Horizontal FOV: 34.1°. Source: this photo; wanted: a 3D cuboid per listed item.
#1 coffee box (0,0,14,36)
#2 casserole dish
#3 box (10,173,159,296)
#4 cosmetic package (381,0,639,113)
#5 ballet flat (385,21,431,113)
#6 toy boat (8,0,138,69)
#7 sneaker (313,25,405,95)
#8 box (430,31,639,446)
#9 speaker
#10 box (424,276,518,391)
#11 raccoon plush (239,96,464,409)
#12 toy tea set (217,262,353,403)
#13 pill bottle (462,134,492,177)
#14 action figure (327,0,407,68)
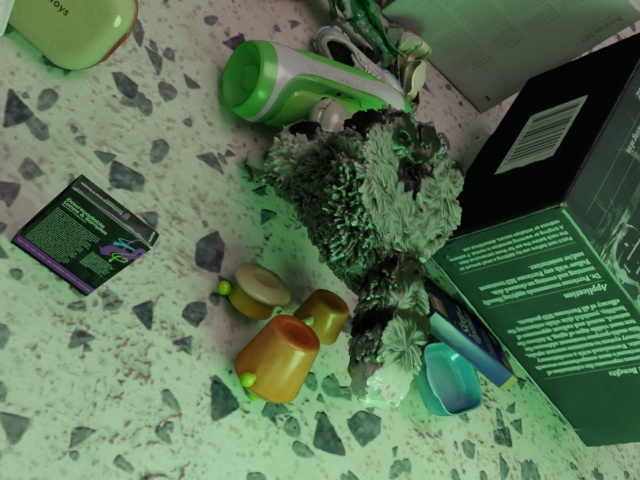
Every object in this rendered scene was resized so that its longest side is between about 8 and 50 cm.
[{"bbox_3d":[-0.487,-0.387,1.076,0.338,0.334,0.337,23,71,-31],"label":"coffee box"},{"bbox_3d":[0.192,0.215,1.603,0.188,0.037,0.114,3,64,-61],"label":"casserole dish"},{"bbox_3d":[-0.279,-0.003,1.233,0.116,0.162,0.029,40,47,-20],"label":"box"},{"bbox_3d":[0.339,-0.423,1.850,0.284,0.377,0.097,43,47,-17],"label":"cosmetic package"},{"bbox_3d":[0.156,-0.306,1.840,0.077,0.079,0.221,26,53,-32],"label":"ballet flat"},{"bbox_3d":[-0.349,-0.346,1.389,0.231,0.151,0.151,44,16,-17],"label":"toy boat"},{"bbox_3d":[0.064,-0.275,1.730,0.191,0.071,0.083,38,12,-13],"label":"sneaker"},{"bbox_3d":[0.492,-0.002,1.715,0.471,0.297,0.480,50,52,-19],"label":"box"},{"bbox_3d":[-0.001,-0.216,1.618,0.297,0.131,0.131,13,61,-37],"label":"speaker"},{"bbox_3d":[0.210,0.133,1.647,0.225,0.036,0.136,38,16,-20],"label":"box"},{"bbox_3d":[0.000,0.000,1.433,0.216,0.299,0.446,35,60,-33],"label":"raccoon plush"},{"bbox_3d":[0.001,0.162,1.463,0.336,0.124,0.200,20,27,-30],"label":"toy tea set"},{"bbox_3d":[0.362,-0.124,1.909,0.193,0.108,0.108,9,63,-38],"label":"pill bottle"},{"bbox_3d":[0.049,-0.395,1.755,0.063,0.137,0.232,-40,112,-9],"label":"action figure"}]
